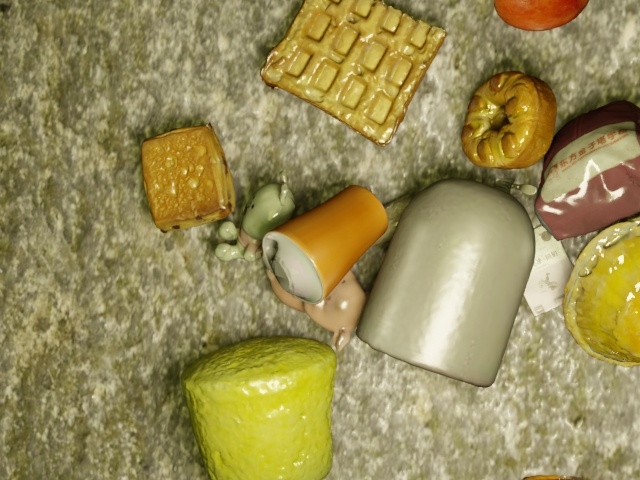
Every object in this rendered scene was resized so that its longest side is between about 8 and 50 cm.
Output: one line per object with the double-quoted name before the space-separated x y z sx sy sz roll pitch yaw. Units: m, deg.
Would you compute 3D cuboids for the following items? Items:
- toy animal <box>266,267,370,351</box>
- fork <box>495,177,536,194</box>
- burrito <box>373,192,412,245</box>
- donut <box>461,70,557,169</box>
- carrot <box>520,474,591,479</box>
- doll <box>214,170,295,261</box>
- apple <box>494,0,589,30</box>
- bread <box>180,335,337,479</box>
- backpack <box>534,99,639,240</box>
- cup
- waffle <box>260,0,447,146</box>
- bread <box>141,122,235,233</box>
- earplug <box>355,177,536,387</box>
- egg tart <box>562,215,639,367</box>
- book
"toy animal" -0.002 0.117 1.898 0.250 0.154 0.166 33 85 27
"fork" 0.421 -0.114 1.786 0.028 0.219 0.034 26 93 -8
"burrito" 0.120 -0.026 1.918 0.226 0.060 0.087 -23 82 10
"donut" 0.400 -0.252 1.787 0.113 0.226 0.227 12 94 -27
"carrot" 0.489 0.680 1.774 0.224 0.224 0.341 -1 86 11
"doll" -0.130 -0.045 1.911 0.113 0.155 0.275 29 130 -25
"apple" 0.446 -0.574 1.757 0.206 0.251 0.272 -13 102 29
"bread" -0.119 0.373 1.842 0.348 0.348 0.308 -7 100 11
"backpack" 0.575 -0.155 1.715 0.283 0.317 0.197 -27 111 29
"cup" 0.000 0.000 1.798 0.264 0.226 0.182 -38 117 -29
"waffle" 0.074 -0.414 1.917 0.348 0.077 0.304 30 97 9
"bread" -0.310 -0.149 1.981 0.210 0.099 0.235 -13 86 14
"earplug" 0.283 0.070 1.760 0.312 0.312 0.394 21 94 10
"egg tart" 0.681 0.116 1.690 0.387 0.169 0.388 -3 119 -5
"book" 0.493 0.065 1.869 0.127 0.014 0.182 -26 85 10
